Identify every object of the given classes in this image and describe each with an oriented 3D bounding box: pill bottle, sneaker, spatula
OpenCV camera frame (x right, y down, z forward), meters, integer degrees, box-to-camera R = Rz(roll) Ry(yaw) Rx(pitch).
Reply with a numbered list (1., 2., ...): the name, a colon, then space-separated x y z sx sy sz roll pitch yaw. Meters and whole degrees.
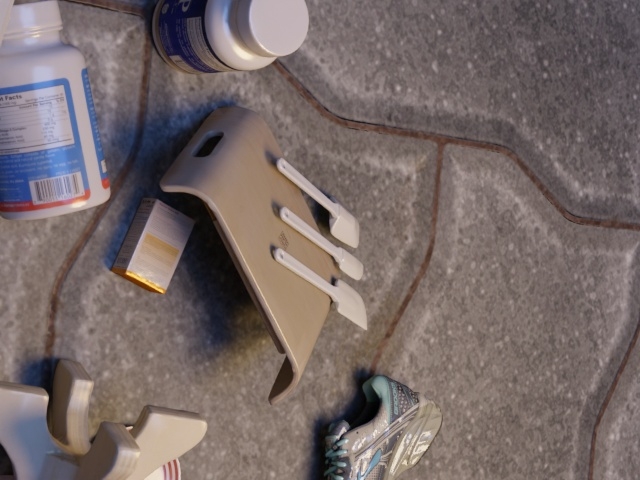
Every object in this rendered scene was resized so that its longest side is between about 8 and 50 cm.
1. pill bottle: -0.304 -0.141 1.389 0.124 0.124 0.222 -17 103 -36
2. sneaker: 0.041 0.306 1.730 0.122 0.110 0.283 39 66 -15
3. spatula: 0.000 0.000 1.629 0.242 0.019 0.168 37 48 -54
4. pill bottle: -0.102 -0.251 1.500 0.112 0.186 0.112 -3 95 -39

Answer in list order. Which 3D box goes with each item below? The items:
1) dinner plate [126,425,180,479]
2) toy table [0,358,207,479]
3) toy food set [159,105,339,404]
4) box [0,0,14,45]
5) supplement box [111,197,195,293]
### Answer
1. dinner plate: -0.230 0.291 1.548 0.141 0.017 0.141 -4 97 -38
2. toy table: -0.264 0.244 1.390 0.274 0.252 0.161 10 101 -39
3. toy food set: -0.084 0.013 1.566 0.306 0.092 0.220 64 25 -21
4. box: -0.482 -0.251 1.180 0.345 0.215 0.168 21 80 -38
5. supplement box: -0.198 0.006 1.539 0.062 0.036 0.098 32 74 -35
